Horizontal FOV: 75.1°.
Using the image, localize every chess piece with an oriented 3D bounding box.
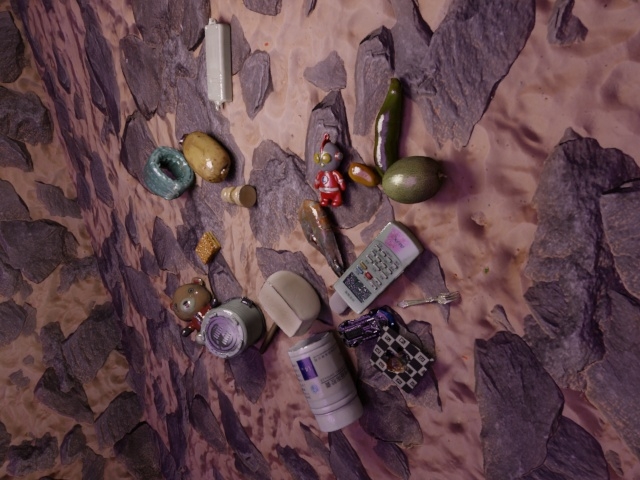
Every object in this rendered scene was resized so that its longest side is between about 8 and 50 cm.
[{"bbox_3d":[-0.350,-0.190,1.738,0.170,0.094,0.094,12,110,45],"label":"chess piece"}]

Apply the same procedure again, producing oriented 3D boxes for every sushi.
[{"bbox_3d":[0.274,0.399,1.420,0.192,0.040,0.210,34,130,23],"label":"sushi"}]

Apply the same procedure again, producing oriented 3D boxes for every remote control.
[{"bbox_3d":[0.106,0.180,1.509,0.077,0.022,0.245,46,126,17],"label":"remote control"},{"bbox_3d":[0.185,0.093,1.381,0.145,0.050,0.344,47,123,16],"label":"remote control"}]

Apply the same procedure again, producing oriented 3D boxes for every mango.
[{"bbox_3d":[0.141,-0.208,1.327,0.114,0.080,0.061,33,108,35],"label":"mango"}]

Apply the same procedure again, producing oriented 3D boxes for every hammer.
[{"bbox_3d":[-0.199,0.385,1.800,0.111,0.043,0.366,60,138,34],"label":"hammer"}]

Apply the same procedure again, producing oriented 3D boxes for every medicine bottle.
[{"bbox_3d":[0.021,0.529,1.570,0.189,0.189,0.333,-26,86,41],"label":"medicine bottle"}]

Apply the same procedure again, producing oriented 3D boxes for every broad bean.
[{"bbox_3d":[0.201,-0.311,1.259,0.077,0.061,0.340,12,111,28],"label":"broad bean"}]

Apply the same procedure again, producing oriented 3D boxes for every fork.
[{"bbox_3d":[0.333,0.189,1.321,0.219,0.028,0.034,-17,95,41],"label":"fork"}]

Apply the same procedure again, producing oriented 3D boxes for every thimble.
[{"bbox_3d":[-0.696,-0.300,1.905,0.143,0.198,0.235,-36,74,42],"label":"thimble"}]

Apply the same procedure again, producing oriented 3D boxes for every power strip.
[{"bbox_3d":[-0.401,-0.686,1.644,0.098,0.058,0.339,15,112,35],"label":"power strip"}]

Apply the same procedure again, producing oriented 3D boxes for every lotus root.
[{"bbox_3d":[-0.487,-0.357,1.757,0.284,0.146,0.160,39,105,16],"label":"lotus root"}]

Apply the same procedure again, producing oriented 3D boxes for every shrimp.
[{"bbox_3d":[0.000,0.000,1.522,0.164,0.062,0.317,-24,91,59],"label":"shrimp"}]

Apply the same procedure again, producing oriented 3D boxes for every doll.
[{"bbox_3d":[0.029,-0.237,1.415,0.142,0.076,0.245,10,113,40],"label":"doll"},{"bbox_3d":[-0.588,0.350,2.041,0.235,0.174,0.330,-45,74,6],"label":"doll"}]

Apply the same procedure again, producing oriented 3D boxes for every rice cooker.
[{"bbox_3d":[-0.381,0.379,1.834,0.241,0.227,0.281,27,105,13],"label":"rice cooker"}]

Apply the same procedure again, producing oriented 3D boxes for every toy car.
[{"bbox_3d":[0.161,0.305,1.473,0.216,0.063,0.103,-27,90,25],"label":"toy car"}]

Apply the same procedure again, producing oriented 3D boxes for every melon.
[{"bbox_3d":[0.269,-0.174,1.194,0.192,0.139,0.139,-5,100,39],"label":"melon"}]

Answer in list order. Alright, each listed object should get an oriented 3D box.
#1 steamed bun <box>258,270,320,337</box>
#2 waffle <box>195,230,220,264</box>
[{"bbox_3d":[-0.108,0.237,1.606,0.242,0.164,0.146,46,129,16],"label":"steamed bun"},{"bbox_3d":[-0.535,0.035,1.975,0.102,0.042,0.148,53,129,16],"label":"waffle"}]
